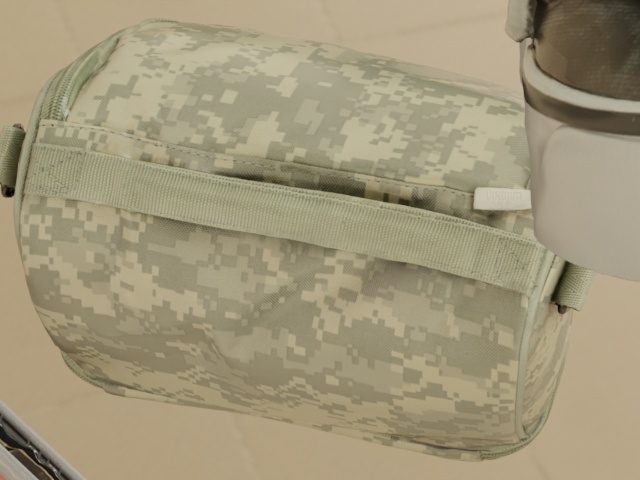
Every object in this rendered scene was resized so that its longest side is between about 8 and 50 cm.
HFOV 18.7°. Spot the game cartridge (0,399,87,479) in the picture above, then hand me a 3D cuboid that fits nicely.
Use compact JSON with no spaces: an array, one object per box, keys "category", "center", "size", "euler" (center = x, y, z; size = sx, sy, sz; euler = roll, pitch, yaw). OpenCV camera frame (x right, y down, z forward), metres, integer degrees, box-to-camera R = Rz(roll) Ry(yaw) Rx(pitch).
[{"category":"game cartridge","center":[-0.280,0.223,1.534],"size":[0.294,0.196,0.060],"euler":[37,30,28]}]

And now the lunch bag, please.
[{"category":"lunch bag","center":[0.000,0.000,1.050],"size":[0.305,0.256,0.212],"euler":[11,87,9]}]

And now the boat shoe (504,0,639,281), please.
[{"category":"boat shoe","center":[0.093,-0.068,0.405],"size":[0.113,0.306,0.105],"euler":[-5,105,6]}]
